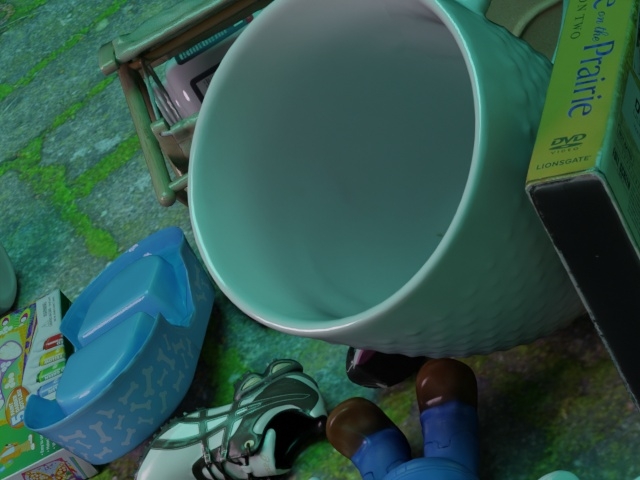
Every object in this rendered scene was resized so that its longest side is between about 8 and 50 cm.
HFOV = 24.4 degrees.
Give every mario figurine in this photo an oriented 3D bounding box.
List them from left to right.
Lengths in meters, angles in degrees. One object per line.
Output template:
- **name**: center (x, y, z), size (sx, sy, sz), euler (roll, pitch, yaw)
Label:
- **mario figurine**: center (0.080, 0.199, 1.102), size (0.198, 0.170, 0.320), euler (-60, 21, 23)

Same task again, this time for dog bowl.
- **dog bowl**: center (-0.185, 0.102, 1.436), size (0.166, 0.074, 0.297), euler (-33, 23, 22)

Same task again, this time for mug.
- **mug**: center (0.121, -0.083, 1.193), size (0.276, 0.328, 0.374), euler (28, 98, 39)

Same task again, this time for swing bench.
- **swing bench**: center (-0.079, -0.177, 1.567), size (0.253, 0.165, 0.254), euler (-29, 67, 8)

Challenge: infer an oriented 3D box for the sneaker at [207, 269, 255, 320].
- **sneaker**: center (0.000, 0.000, 1.478), size (0.221, 0.087, 0.128), euler (-45, 45, 5)

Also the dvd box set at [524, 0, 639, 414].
- **dvd box set**: center (0.275, -0.093, 1.178), size (0.062, 0.307, 0.420), euler (-8, 45, 30)

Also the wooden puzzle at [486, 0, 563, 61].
- **wooden puzzle**: center (0.255, -0.275, 1.402), size (0.348, 0.322, 0.080), euler (-27, 19, 10)

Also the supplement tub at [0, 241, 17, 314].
- **supplement tub**: center (-0.456, 0.061, 1.694), size (0.190, 0.117, 0.117), euler (-22, 38, 14)

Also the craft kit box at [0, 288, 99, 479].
- **craft kit box**: center (-0.354, 0.194, 1.528), size (0.247, 0.061, 0.250), euler (-30, 37, 8)

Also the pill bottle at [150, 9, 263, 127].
- **pill bottle**: center (-0.121, -0.185, 1.732), size (0.180, 0.108, 0.108), euler (-31, 37, 2)

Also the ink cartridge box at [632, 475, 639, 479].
- **ink cartridge box**: center (0.300, 0.232, 0.981), size (0.153, 0.087, 0.208), euler (-30, 38, 5)

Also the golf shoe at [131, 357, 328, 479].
- **golf shoe**: center (-0.081, 0.187, 1.317), size (0.198, 0.077, 0.094), euler (-39, 38, -5)

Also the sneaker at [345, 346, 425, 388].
- **sneaker**: center (0.061, 0.068, 1.367), size (0.077, 0.072, 0.178), euler (-15, 31, 41)
